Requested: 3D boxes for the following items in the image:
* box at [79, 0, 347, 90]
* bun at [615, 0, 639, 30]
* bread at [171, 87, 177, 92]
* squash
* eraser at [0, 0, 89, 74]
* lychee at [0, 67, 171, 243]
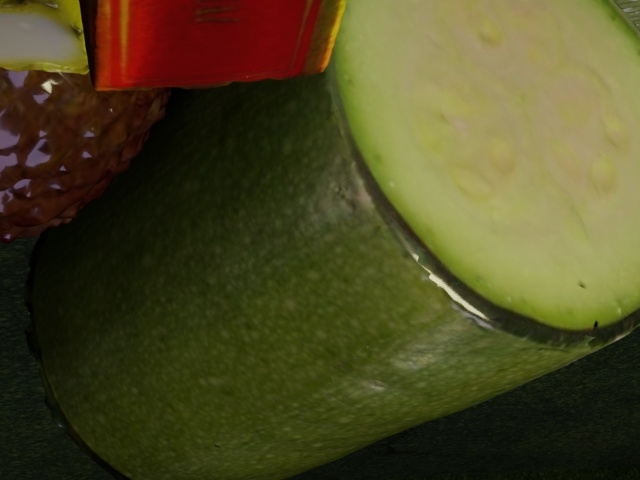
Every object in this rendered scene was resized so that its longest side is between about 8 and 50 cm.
[{"bbox_3d":[-0.050,-0.229,0.465,0.089,0.313,0.197,-6,161,-12],"label":"box"},{"bbox_3d":[0.235,-0.205,0.975,0.221,0.108,0.221,-11,169,-2],"label":"bun"},{"bbox_3d":[-0.127,-0.117,1.076,0.199,0.104,0.199,-12,163,-4],"label":"bread"},{"bbox_3d":[0.000,0.000,0.927,0.263,0.263,0.384,6,156,-35],"label":"squash"},{"bbox_3d":[-0.163,-0.187,0.656,0.158,0.226,0.069,3,164,5],"label":"eraser"},{"bbox_3d":[-0.193,-0.127,0.807,0.261,0.260,0.260,-7,161,-3],"label":"lychee"}]
